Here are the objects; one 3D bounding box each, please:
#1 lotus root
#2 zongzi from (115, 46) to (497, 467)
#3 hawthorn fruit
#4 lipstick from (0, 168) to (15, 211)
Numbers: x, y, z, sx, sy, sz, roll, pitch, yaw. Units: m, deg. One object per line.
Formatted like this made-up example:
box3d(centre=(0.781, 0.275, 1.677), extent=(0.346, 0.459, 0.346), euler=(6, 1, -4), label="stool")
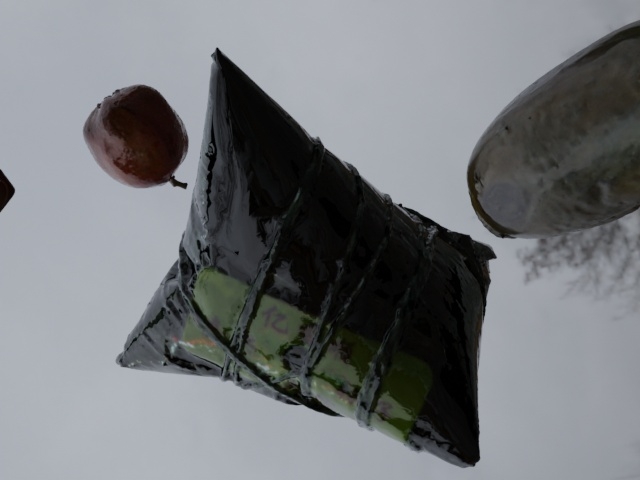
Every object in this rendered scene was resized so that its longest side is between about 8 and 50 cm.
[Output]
box3d(centre=(0.203, -0.078, 0.748), extent=(0.124, 0.241, 0.123), euler=(-3, -108, -44), label="lotus root")
box3d(centre=(0.000, 0.000, 0.983), extent=(0.319, 0.383, 0.362), euler=(-83, 1, -55), label="zongzi")
box3d(centre=(-0.365, -0.197, 2.164), extent=(0.253, 0.205, 0.205), euler=(51, -149, -13), label="hawthorn fruit")
box3d(centre=(-0.351, -0.066, 0.953), extent=(0.045, 0.145, 0.045), euler=(-58, -23, -19), label="lipstick")
